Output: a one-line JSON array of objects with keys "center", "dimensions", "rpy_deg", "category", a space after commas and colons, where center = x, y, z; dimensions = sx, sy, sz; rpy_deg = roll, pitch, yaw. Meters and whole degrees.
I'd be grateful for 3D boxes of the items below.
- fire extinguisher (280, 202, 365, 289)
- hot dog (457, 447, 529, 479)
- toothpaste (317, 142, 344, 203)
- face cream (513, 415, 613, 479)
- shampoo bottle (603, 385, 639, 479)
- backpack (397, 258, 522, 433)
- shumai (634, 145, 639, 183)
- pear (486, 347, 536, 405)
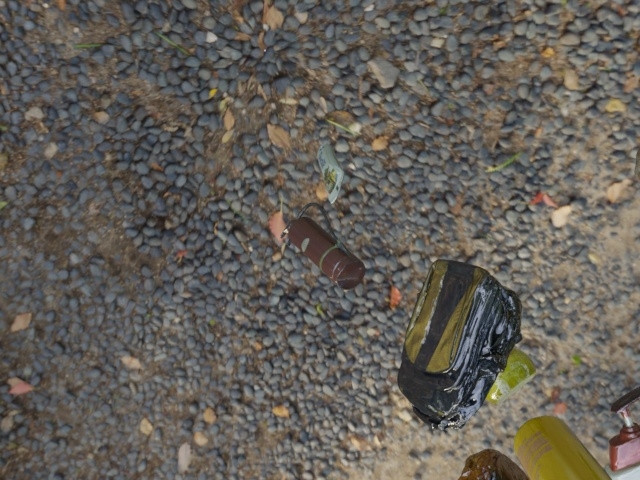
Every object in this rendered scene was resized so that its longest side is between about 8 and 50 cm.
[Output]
[{"center": [0.000, 0.000, 0.759], "dimensions": [0.045, 0.157, 0.078], "rpy_deg": [9, 112, -40], "category": "fire extinguisher"}, {"center": [0.344, 0.507, 1.141], "dimensions": [0.227, 0.099, 0.161], "rpy_deg": [42, 79, -26], "category": "hot dog"}, {"center": [0.020, -0.153, 1.183], "dimensions": [0.037, 0.255, 0.067], "rpy_deg": [16, 115, -15], "category": "toothpaste"}, {"center": [0.286, 0.286, 0.606], "dimensions": [0.078, 0.273, 0.078], "rpy_deg": [0, 101, 0], "category": "face cream"}, {"center": [0.517, 0.371, 0.885], "dimensions": [0.153, 0.071, 0.284], "rpy_deg": [-20, 89, 14], "category": "shampoo bottle"}, {"center": [0.216, 0.174, 0.920], "dimensions": [0.133, 0.206, 0.258], "rpy_deg": [28, 84, -23], "category": "backpack"}, {"center": [0.739, -0.246, 1.032], "dimensions": [0.345, 0.217, 0.283], "rpy_deg": [-18, 116, 2], "category": "shumai"}, {"center": [0.409, 0.298, 1.295], "dimensions": [0.141, 0.104, 0.141], "rpy_deg": [-24, 148, -16], "category": "pear"}]
